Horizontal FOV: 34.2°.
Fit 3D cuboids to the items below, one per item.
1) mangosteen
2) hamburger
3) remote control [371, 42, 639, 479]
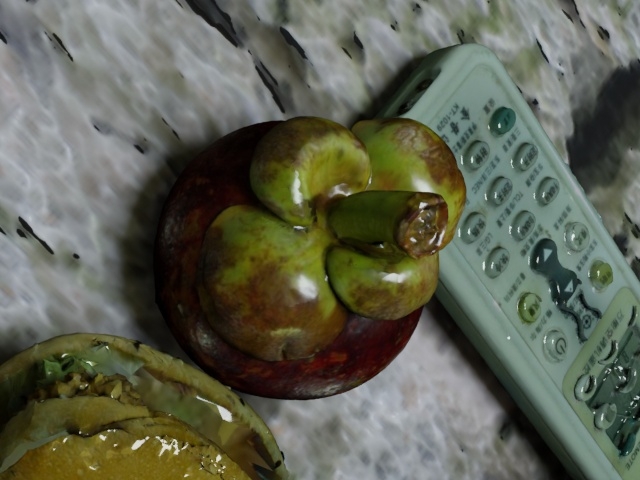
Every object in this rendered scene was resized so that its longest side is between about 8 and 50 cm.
[{"bbox_3d":[-0.011,-0.003,0.522,0.146,0.181,0.156,24,66,6],"label":"mangosteen"},{"bbox_3d":[-0.107,0.128,0.489,0.186,0.113,0.177,5,116,-5],"label":"hamburger"},{"bbox_3d":[0.142,0.033,0.690,0.335,0.066,0.128,52,60,-24],"label":"remote control"}]
